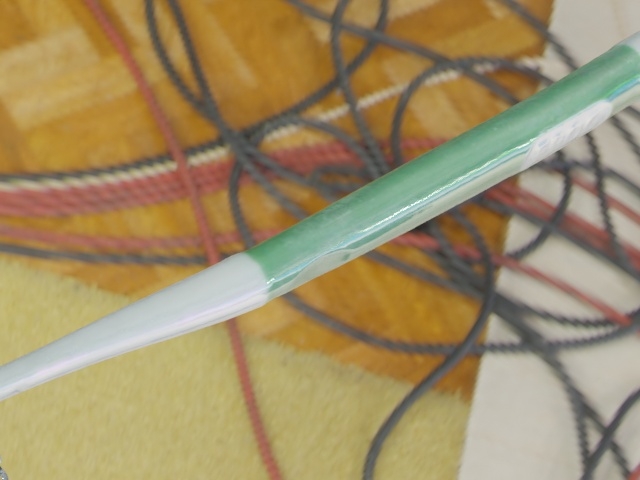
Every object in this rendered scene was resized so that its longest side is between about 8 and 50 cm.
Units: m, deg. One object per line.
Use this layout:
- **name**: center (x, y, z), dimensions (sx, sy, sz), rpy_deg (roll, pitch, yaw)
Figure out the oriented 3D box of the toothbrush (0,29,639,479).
- **toothbrush**: center (0.000, 0.000, 0.413), dimensions (0.257, 0.018, 0.024), rpy_deg (-29, 62, -30)
